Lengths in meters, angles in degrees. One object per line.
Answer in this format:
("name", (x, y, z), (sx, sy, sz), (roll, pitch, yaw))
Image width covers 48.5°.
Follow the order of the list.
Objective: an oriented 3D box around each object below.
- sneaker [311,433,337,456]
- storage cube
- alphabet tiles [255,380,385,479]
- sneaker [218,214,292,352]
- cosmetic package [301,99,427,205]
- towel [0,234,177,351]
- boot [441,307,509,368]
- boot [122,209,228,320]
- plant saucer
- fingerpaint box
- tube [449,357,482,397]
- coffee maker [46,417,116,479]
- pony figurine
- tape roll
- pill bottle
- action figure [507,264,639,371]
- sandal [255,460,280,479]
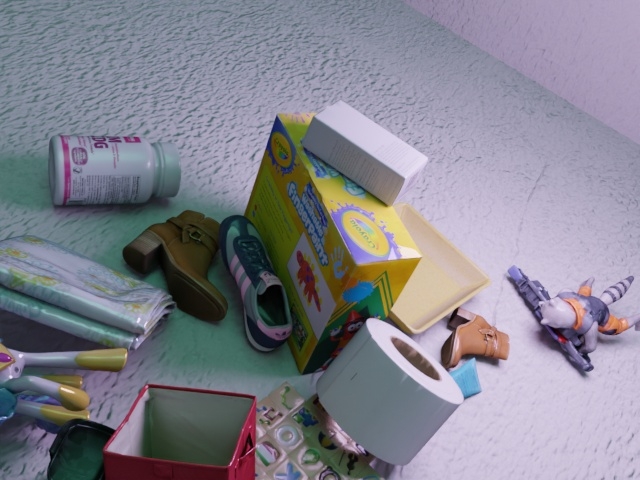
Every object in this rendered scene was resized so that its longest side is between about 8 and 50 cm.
("sneaker", (-0.025, 0.391, 1.390), (0.152, 0.061, 0.053), (30, 45, 9))
("storage cube", (-0.208, 0.362, 1.105), (0.215, 0.193, 0.183), (6, 22, 6))
("alphabet tiles", (-0.042, 0.417, 1.303), (0.285, 0.011, 0.343), (42, 46, 18))
("sneaker", (-0.129, 0.075, 1.541), (0.112, 0.131, 0.319), (-13, 75, -31))
("cosmetic package", (0.090, -0.182, 1.455), (0.231, 0.085, 0.117), (35, 40, 13))
("towel", (-0.475, 0.089, 1.350), (0.375, 0.090, 0.320), (20, 2, -3))
("boot", (0.377, 0.254, 1.698), (0.152, 0.073, 0.197), (28, 45, -1))
("boot", (-0.276, 0.047, 1.611), (0.283, 0.109, 0.220), (29, 38, 17))
("plant saucer", (0.212, 0.076, 1.797), (0.333, 0.081, 0.333), (-26, 61, -39))
("fingerpaint box", (0.000, 0.000, 1.567), (0.163, 0.371, 0.444), (-5, 49, -28))
("tube", (0.287, 0.334, 1.588), (0.207, 0.052, 0.080), (-16, 99, -35))
("coffee maker", (-0.390, 0.369, 1.163), (0.120, 0.178, 0.171), (4, 46, -21))
("pony figurine", (-0.554, 0.221, 1.153), (0.364, 0.351, 0.302), (21, 55, -33))
("tape roll", (0.136, 0.294, 1.401), (0.246, 0.169, 0.246), (37, 11, -8))
("pill bottle", (-0.485, -0.166, 1.675), (0.283, 0.160, 0.160), (-3, 49, -27))
("action figure", (0.666, 0.151, 1.857), (0.330, 0.178, 0.341), (-9, 53, -43))
("sandal", (-0.078, 0.487, 1.282), (0.255, 0.054, 0.097), (31, 53, 4))
